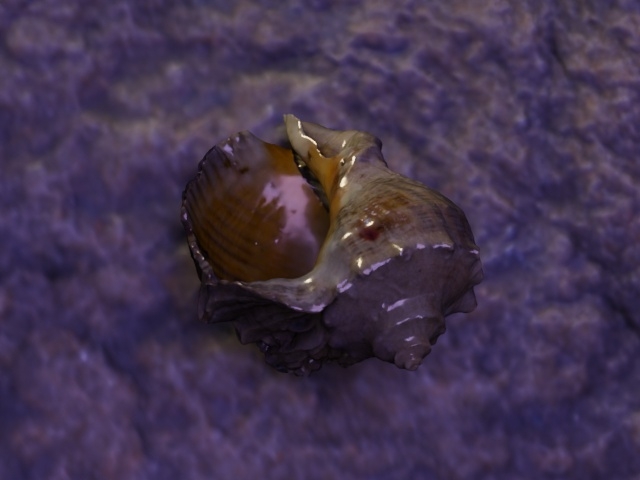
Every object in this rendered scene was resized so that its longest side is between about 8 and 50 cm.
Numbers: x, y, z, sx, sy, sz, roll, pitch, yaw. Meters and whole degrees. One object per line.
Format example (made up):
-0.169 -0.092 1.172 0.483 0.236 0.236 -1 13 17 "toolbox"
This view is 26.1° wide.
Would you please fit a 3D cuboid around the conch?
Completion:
0.000 0.000 0.905 0.178 0.163 0.245 7 41 -31 "conch"
